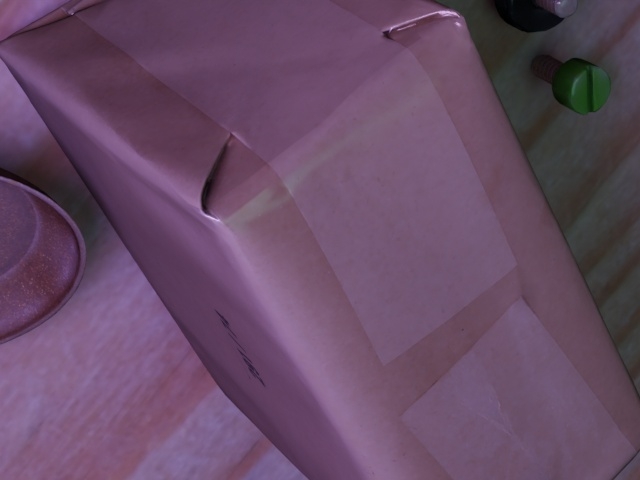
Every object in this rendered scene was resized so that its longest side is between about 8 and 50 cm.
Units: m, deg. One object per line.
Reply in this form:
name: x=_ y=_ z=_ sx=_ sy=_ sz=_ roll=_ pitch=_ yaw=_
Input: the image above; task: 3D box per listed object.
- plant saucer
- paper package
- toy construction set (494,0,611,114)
plant saucer: x=-0.237 y=0.005 z=1.076 sx=0.198 sy=0.036 sz=0.198 roll=-9 pitch=146 yaw=-6
paper package: x=0.000 y=0.000 z=1.078 sx=0.168 sy=0.309 sz=0.325 roll=-39 pitch=126 yaw=-12
toy construction set: x=0.257 y=-0.240 z=1.149 sx=0.309 sy=0.237 sz=0.257 roll=-41 pitch=126 yaw=-6
